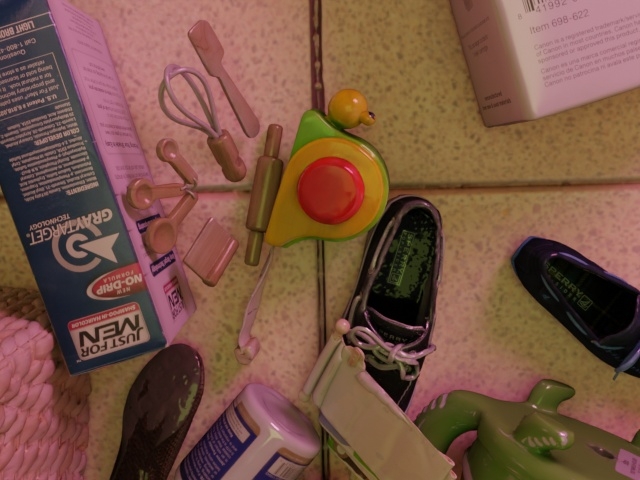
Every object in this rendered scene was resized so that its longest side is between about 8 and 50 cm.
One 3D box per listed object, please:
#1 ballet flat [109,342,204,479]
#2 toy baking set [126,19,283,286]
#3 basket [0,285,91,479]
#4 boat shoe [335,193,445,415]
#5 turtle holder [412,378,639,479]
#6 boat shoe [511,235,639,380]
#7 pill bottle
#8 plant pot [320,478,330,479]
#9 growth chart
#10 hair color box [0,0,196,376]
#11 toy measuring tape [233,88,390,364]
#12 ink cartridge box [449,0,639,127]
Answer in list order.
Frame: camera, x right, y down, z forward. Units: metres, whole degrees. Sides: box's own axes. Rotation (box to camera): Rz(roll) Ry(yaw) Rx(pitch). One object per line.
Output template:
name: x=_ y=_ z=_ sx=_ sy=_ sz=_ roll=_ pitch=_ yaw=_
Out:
ballet flat: x=-0.194 y=0.238 z=0.813 sx=0.084 sy=0.058 sz=0.249 roll=19 pitch=90 yaw=18
toy baking set: x=-0.103 y=-0.082 z=0.718 sx=0.030 sy=0.197 sz=0.256 roll=9 pitch=83 yaw=34
basket: x=-0.392 y=0.213 z=0.664 sx=0.266 sy=0.331 sz=0.328 roll=5 pitch=96 yaw=-4
boat shoe: x=0.078 y=0.102 z=0.772 sx=0.113 sy=0.105 sz=0.306 roll=17 pitch=96 yaw=-3
turtle holder: x=0.238 y=0.286 z=0.729 sx=0.320 sy=0.243 sz=0.227 roll=18 pitch=98 yaw=-5
boat shoe: x=0.327 y=0.095 z=0.784 sx=0.258 sy=0.089 sz=0.109 roll=29 pitch=95 yaw=-4
pill bottle: x=-0.098 y=0.265 z=0.784 sx=0.112 sy=0.112 sz=0.186 roll=40 pitch=94 yaw=-5
plant pot: x=0.010 y=0.381 z=0.769 sx=0.205 sy=0.205 sz=0.188 roll=-35 pitch=81 yaw=3
growth chart: x=0.062 y=0.217 z=0.735 sx=0.237 sy=0.021 sz=0.172 roll=49 pitch=137 yaw=17
hair color box: x=-0.241 y=-0.057 z=0.712 sx=0.105 sy=0.174 sz=0.347 roll=-18 pitch=96 yaw=2
toy measuring tape: x=0.000 y=0.000 z=0.762 sx=0.121 sy=0.121 sz=0.330 roll=17 pitch=104 yaw=-3
ink cartridge box: x=0.263 y=-0.339 z=0.697 sx=0.279 sy=0.160 sz=0.384 roll=-17 pitch=97 yaw=0
